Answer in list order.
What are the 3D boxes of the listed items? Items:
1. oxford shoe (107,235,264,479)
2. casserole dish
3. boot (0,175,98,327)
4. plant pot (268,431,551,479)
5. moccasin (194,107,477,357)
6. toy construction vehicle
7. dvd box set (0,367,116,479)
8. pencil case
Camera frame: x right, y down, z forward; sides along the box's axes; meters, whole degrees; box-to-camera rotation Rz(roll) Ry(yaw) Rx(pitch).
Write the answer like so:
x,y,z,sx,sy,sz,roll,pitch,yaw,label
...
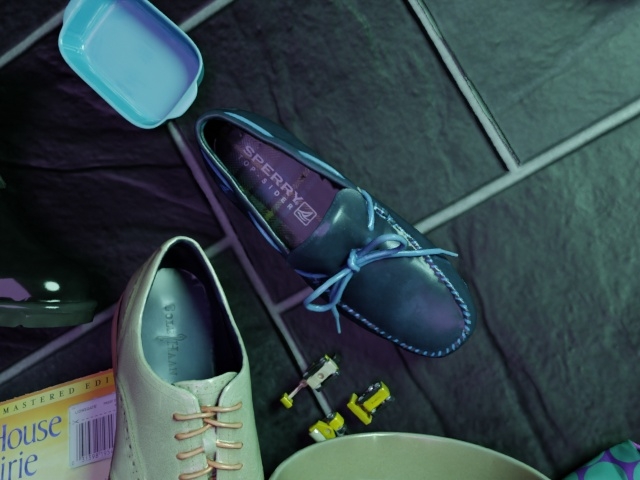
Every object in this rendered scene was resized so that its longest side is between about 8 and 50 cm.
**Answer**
x,y,z,sx,sy,sz,roll,pitch,yaw,label
-0.117,0.184,0.468,0.140,0.146,0.397,-7,63,-28,oxford shoe
-0.208,-0.206,0.604,0.188,0.037,0.114,42,99,8,casserole dish
-0.381,-0.066,0.595,0.347,0.131,0.260,19,95,11,boot
0.079,0.346,0.452,0.256,0.256,0.274,2,93,11,plant pot
0.000,0.000,0.527,0.342,0.117,0.138,36,98,8,moccasin
0.016,0.166,0.575,0.086,0.035,0.098,44,102,-4,toy construction vehicle
-0.269,0.359,0.525,0.307,0.062,0.421,-18,62,7,dvd box set
0.258,0.254,0.506,0.151,0.070,0.064,-41,108,11,pencil case
